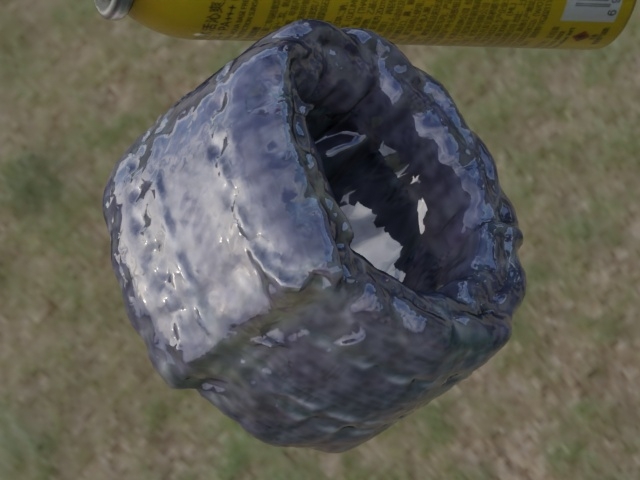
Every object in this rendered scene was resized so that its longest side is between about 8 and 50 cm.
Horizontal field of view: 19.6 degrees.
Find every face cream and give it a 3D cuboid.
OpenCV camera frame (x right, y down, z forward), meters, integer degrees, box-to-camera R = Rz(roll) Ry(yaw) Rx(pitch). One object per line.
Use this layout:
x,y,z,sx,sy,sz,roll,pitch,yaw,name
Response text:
0.009,-0.164,1.063,0.349,0.105,0.105,-1,42,-21,face cream

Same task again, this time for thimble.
0.000,-0.002,0.702,0.098,0.150,0.150,-35,41,36,thimble
